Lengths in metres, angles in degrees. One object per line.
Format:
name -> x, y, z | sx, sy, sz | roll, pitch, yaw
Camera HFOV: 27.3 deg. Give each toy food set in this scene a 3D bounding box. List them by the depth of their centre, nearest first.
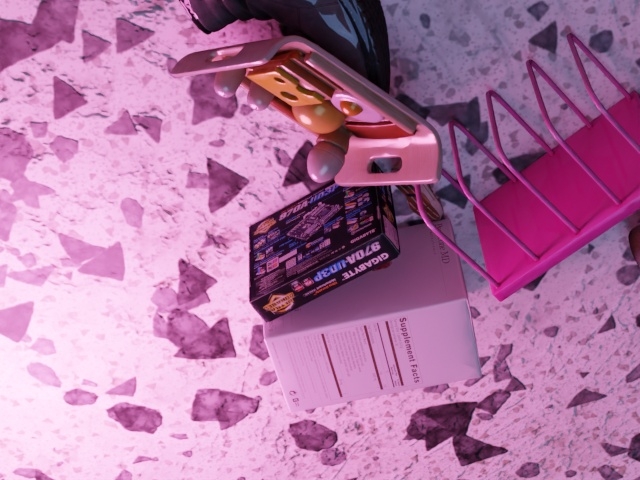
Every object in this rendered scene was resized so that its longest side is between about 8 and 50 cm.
toy food set -> -0.017, -0.155, 1.685 | 0.306, 0.092, 0.219 | 30, 164, -33

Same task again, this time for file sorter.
file sorter -> 0.286, -0.107, 1.767 | 0.290, 0.202, 0.182 | -37, 121, 23

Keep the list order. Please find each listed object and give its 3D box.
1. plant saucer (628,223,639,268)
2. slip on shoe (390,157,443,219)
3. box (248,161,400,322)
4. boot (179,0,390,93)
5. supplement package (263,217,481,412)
plant saucer -> 0.589, 0.054, 1.890 | 0.310, 0.050, 0.310 | 20, 167, 5
slip on shoe -> 0.141, -0.075, 1.884 | 0.051, 0.041, 0.135 | 5, 154, 38
box -> 0.000, 0.000, 1.848 | 0.220, 0.175, 0.051 | -28, 125, 17
boot -> -0.048, -0.295, 1.666 | 0.222, 0.118, 0.338 | -12, 125, 16
supplement package -> 0.073, 0.110, 1.939 | 0.293, 0.177, 0.175 | -12, 132, 5
